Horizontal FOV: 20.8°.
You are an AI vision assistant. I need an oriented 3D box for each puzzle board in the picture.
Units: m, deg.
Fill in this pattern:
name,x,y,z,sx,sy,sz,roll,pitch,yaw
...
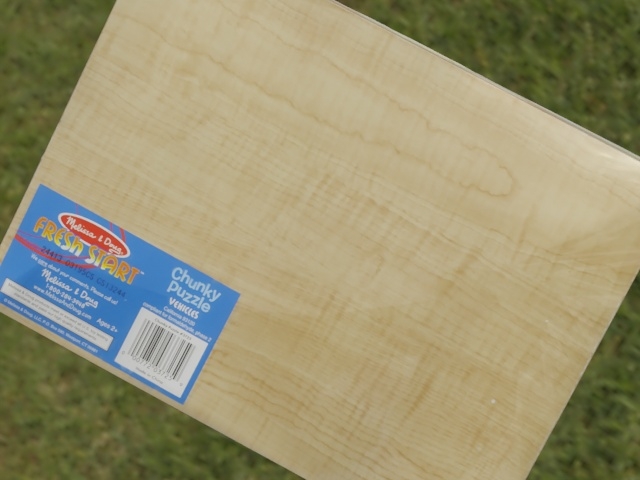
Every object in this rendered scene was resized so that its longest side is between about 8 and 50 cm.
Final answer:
name,x,y,z,sx,sy,sz,roll,pitch,yaw
puzzle board,0.000,0.000,0.382,0.096,0.128,0.011,-63,-5,10
